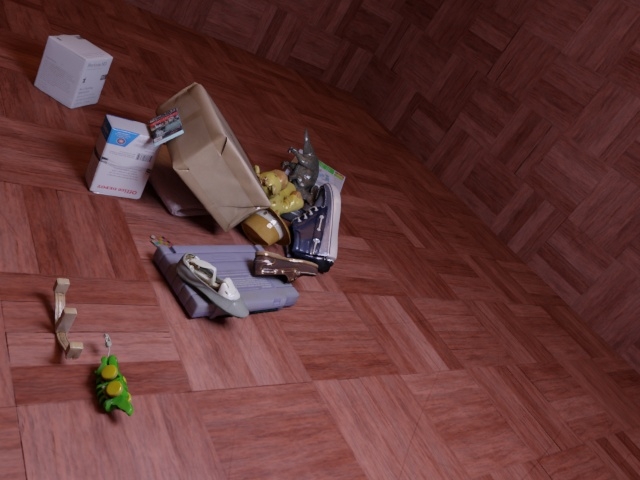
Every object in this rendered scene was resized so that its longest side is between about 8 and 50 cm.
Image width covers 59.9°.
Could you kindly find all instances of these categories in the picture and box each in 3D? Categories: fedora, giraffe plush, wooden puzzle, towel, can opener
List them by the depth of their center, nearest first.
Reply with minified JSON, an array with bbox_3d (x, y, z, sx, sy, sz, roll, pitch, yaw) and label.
[{"bbox_3d":[-0.423,0.012,1.499,0.083,0.006,0.049,37,26,9],"label":"wooden puzzle"},{"bbox_3d":[-0.184,-0.037,1.733,0.194,0.194,0.079,38,62,10],"label":"fedora"},{"bbox_3d":[-0.429,-0.196,1.809,0.317,0.053,0.332,-1,43,-52],"label":"towel"},{"bbox_3d":[-0.163,-0.165,1.828,0.181,0.171,0.210,19,52,18],"label":"giraffe plush"},{"bbox_3d":[-0.120,-0.122,2.001,0.280,0.093,0.074,31,24,-15],"label":"can opener"}]

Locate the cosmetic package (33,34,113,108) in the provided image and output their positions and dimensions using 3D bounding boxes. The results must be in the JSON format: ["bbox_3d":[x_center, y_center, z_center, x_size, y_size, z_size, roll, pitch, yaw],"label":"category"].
[{"bbox_3d":[-0.823,-0.566,1.855,0.151,0.184,0.151,33,26,0],"label":"cosmetic package"}]

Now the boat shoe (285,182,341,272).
[{"bbox_3d":[-0.029,-0.068,1.852,0.158,0.127,0.341,16,54,-21],"label":"boat shoe"}]

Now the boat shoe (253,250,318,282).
[{"bbox_3d":[-0.098,0.084,1.557,0.206,0.073,0.073,12,69,-31],"label":"boat shoe"}]

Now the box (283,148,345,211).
[{"bbox_3d":[-0.040,-0.226,2.229,0.231,0.127,0.262,33,26,-5],"label":"box"}]

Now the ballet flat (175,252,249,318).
[{"bbox_3d":[-0.252,0.105,1.328,0.213,0.068,0.072,35,25,4],"label":"ballet flat"}]

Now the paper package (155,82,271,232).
[{"bbox_3d":[-0.315,-0.243,1.635,0.309,0.168,0.325,58,1,-46],"label":"paper package"}]

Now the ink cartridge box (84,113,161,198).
[{"bbox_3d":[-0.551,-0.229,1.551,0.148,0.203,0.086,8,33,-42],"label":"ink cartridge box"}]

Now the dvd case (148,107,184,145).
[{"bbox_3d":[-0.423,-0.311,1.518,0.119,0.087,0.013,63,-1,44],"label":"dvd case"}]

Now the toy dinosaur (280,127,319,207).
[{"bbox_3d":[-0.063,-0.252,2.041,0.160,0.121,0.314,15,68,-33],"label":"toy dinosaur"}]

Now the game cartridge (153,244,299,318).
[{"bbox_3d":[-0.243,0.104,1.487,0.355,0.068,0.230,1,44,-49],"label":"game cartridge"}]

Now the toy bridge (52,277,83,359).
[{"bbox_3d":[-0.499,0.157,1.085,0.026,0.063,0.188,9,35,-41],"label":"toy bridge"}]

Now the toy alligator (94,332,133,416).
[{"bbox_3d":[-0.400,0.258,1.043,0.051,0.056,0.190,-26,52,-14],"label":"toy alligator"}]
